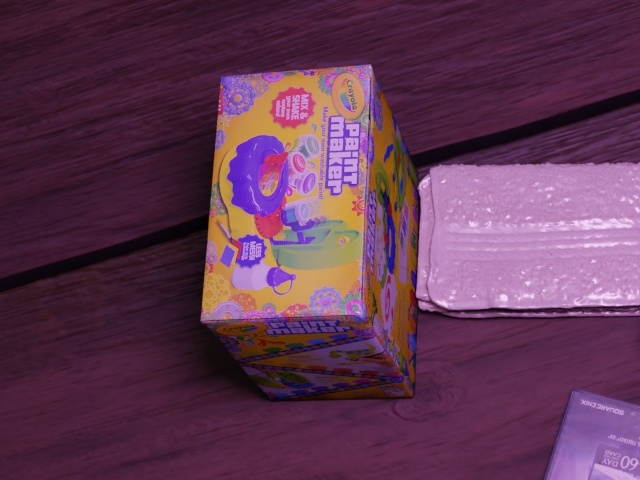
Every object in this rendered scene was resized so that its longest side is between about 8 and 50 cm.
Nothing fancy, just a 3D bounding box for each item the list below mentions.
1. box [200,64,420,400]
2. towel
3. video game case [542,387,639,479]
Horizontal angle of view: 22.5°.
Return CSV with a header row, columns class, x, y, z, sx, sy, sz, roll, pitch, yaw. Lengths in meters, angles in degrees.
class,x,y,z,sx,sy,sz,roll,pitch,yaw
box,0.000,0.000,1.796,0.177,0.279,0.289,-3,66,14
towel,0.251,-0.003,1.854,0.282,0.049,0.187,-2,67,11
video game case,0.323,0.310,1.717,0.196,0.026,0.274,14,71,20
